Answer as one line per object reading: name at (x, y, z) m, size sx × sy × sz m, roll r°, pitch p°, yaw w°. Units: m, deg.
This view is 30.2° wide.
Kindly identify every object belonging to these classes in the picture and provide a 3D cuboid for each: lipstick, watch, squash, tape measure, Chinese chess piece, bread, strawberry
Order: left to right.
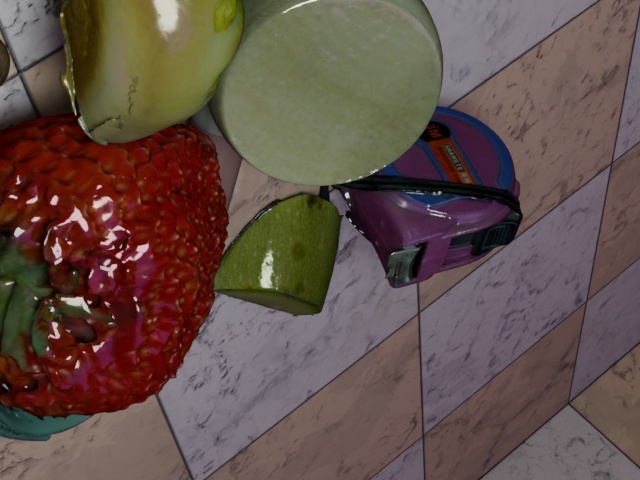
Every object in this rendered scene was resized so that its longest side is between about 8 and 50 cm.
watch at (-0.331, 0.158, 1.446) m, size 0.195 × 0.068 × 0.237 m, roll -51°, pitch 154°, yaw 13°
strawberry at (-0.223, 0.011, 1.214) m, size 0.351 × 0.267 × 0.312 m, roll -34°, pitch 122°, yaw -53°
bread at (-0.132, -0.195, 1.021) m, size 0.158 × 0.156 × 0.260 m, roll -15°, pitch 143°, yaw -32°
lipstick at (-0.121, -0.113, 1.372) m, size 0.070 × 0.070 × 0.254 m, roll -19°, pitch 141°, yaw -40°
squash at (-0.030, 0.033, 1.622) m, size 0.192 × 0.085 × 0.184 m, roll 18°, pitch 111°, yaw -45°
Chinese chess piece at (0.003, -0.176, 1.235) m, size 0.250 × 0.101 × 0.250 m, roll -7°, pitch 129°, yaw -9°
tape measure at (0.142, -0.065, 1.618) m, size 0.245 × 0.231 × 0.149 m, roll -13°, pitch 142°, yaw -20°

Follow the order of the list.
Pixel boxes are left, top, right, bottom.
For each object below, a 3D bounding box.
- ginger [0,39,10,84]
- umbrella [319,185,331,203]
ginger at (-0.313, -0.201, 1.006) m, size 0.204 × 0.080 × 0.104 m, roll 93°, pitch 23°, yaw -48°
umbrella at (-0.002, 0.004, 1.704) m, size 0.269 × 0.044 × 0.044 m, roll 95°, pitch 19°, yaw -46°
